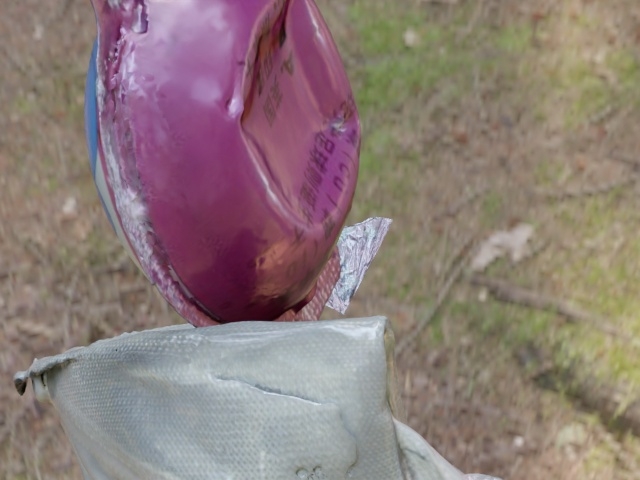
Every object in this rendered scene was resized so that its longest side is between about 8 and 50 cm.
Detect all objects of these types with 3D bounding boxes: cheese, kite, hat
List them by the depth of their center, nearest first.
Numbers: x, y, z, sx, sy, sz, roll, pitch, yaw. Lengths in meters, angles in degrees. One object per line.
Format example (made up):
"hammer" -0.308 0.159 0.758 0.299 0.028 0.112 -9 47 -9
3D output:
"cheese" -0.045 -0.066 0.614 0.062 0.244 0.155 -6 38 26
"hat" 0.008 0.117 0.682 0.164 0.219 0.226 -24 88 -5
"kite" 0.000 0.000 1.733 0.139 0.011 0.157 -18 65 -5
